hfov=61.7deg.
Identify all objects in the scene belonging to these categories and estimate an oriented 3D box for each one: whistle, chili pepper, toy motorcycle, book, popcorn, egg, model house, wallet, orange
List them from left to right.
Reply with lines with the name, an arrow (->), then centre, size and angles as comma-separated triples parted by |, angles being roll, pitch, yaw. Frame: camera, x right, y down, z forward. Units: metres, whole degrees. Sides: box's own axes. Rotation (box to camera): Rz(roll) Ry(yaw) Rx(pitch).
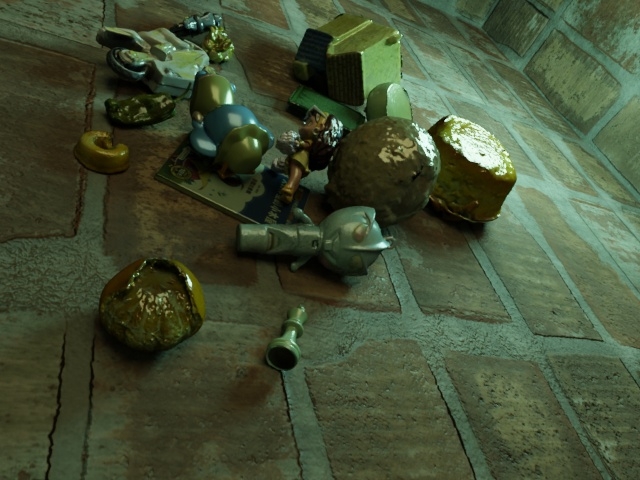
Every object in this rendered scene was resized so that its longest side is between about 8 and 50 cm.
chili pepper -> -0.384, -0.300, 1.223 | 0.204, 0.073, 0.072 | -19, 77, -33
orange -> -0.253, 0.095, 0.814 | 0.156, 0.134, 0.157 | 11, 31, -7
toy motorcycle -> -0.393, -0.460, 1.365 | 0.340, 0.108, 0.223 | -3, 57, -47
toy motorcycle -> -0.359, -0.649, 1.607 | 0.193, 0.124, 0.061 | -42, 119, -56
popcorn -> -0.303, -0.581, 1.594 | 0.096, 0.089, 0.109 | 21, 34, -33
book -> -0.183, -0.129, 1.213 | 0.322, 0.018, 0.228 | 26, 37, -8
whistle -> 0.000, 0.000, 1.111 | 0.346, 0.142, 0.134 | 2, 35, -18
wallet -> 0.020, -0.388, 1.626 | 0.236, 0.055, 0.160 | 25, 32, -3
model house -> 0.077, -0.567, 1.762 | 0.266, 0.261, 0.321 | -35, 49, -26
egg -> 0.154, -0.168, 1.305 | 0.279, 0.279, 0.310 | 44, 58, 15

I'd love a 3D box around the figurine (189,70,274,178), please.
figurine -> -0.205, -0.265, 1.212 | 0.180, 0.153, 0.262 | 26, 42, -52

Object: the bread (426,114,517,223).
bread -> 0.417, -0.218, 1.597 | 0.336, 0.204, 0.358 | 26, 38, 0

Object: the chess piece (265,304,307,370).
chess piece -> -0.051, 0.162, 0.951 | 0.059, 0.059, 0.149 | 29, 29, -4

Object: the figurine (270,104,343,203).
figurine -> -0.036, -0.200, 1.238 | 0.115, 0.175, 0.240 | 36, 67, 1

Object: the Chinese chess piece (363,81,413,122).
Chinese chess piece -> 0.216, -0.400, 1.686 | 0.188, 0.083, 0.189 | 6, 82, -53

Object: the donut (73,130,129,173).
donut -> -0.436, -0.180, 1.071 | 0.108, 0.043, 0.097 | 32, 36, 7
